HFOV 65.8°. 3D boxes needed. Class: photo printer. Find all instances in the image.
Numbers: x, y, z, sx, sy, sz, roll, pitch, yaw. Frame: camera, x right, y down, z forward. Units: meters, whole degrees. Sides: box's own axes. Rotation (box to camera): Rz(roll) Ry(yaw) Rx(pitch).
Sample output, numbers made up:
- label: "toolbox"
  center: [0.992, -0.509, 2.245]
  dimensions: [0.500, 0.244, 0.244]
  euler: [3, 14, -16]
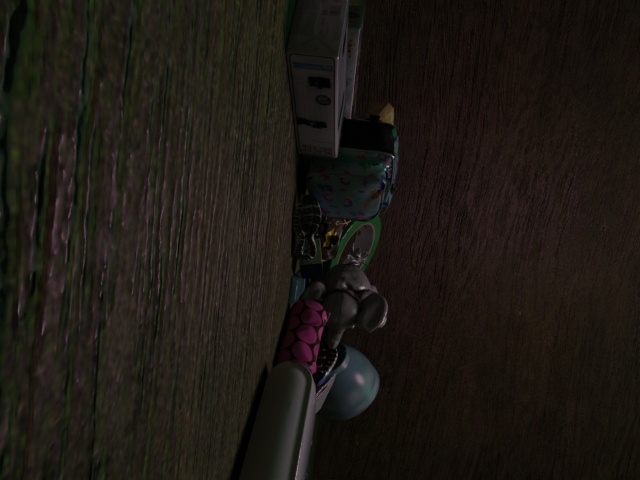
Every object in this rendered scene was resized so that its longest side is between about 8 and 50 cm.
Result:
- label: "photo printer"
  center: [-0.076, 0.407, 0.942]
  dimensions: [0.307, 0.107, 0.255]
  euler: [-77, 173, -55]

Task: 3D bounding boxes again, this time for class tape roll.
- label: "tape roll"
  center: [0.098, 0.030, 1.779]
  dimensions: [0.321, 0.077, 0.321]
  euler: [-41, 147, -34]

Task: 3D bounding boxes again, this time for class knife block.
- label: "knife block"
  center: [0.086, -0.245, 1.397]
  dimensions: [0.088, 0.242, 0.275]
  euler: [25, -60, 57]

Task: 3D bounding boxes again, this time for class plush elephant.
- label: "plush elephant"
  center: [0.068, 0.207, 1.522]
  dimensions: [0.255, 0.272, 0.329]
  euler: [-63, 164, -48]

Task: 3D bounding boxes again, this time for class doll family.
- label: "doll family"
  center: [0.000, 0.000, 1.379]
  dimensions: [0.193, 0.076, 0.111]
  euler: [-38, 140, -42]

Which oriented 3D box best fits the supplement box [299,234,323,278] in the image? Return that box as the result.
- label: "supplement box"
  center: [-0.025, 0.042, 1.233]
  dimensions: [0.083, 0.056, 0.083]
  euler: [86, -1, -67]

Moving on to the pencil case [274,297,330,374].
- label: "pencil case"
  center: [-0.040, 0.232, 1.163]
  dimensions: [0.209, 0.098, 0.095]
  euler: [-74, -173, -50]

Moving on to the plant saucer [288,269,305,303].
- label: "plant saucer"
  center: [-0.058, 0.117, 1.288]
  dimensions: [0.192, 0.018, 0.067]
  euler: [-38, 135, -85]

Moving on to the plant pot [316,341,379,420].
- label: "plant pot"
  center: [0.059, 0.516, 1.918]
  dimensions: [0.293, 0.293, 0.196]
  euler: [-76, 146, -55]

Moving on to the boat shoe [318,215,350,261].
- label: "boat shoe"
  center: [0.043, -0.095, 1.507]
  dimensions: [0.117, 0.097, 0.324]
  euler: [15, 80, -59]

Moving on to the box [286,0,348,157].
- label: "box"
  center: [0.001, -0.309, 0.951]
  dimensions: [0.290, 0.087, 0.169]
  euler: [85, 13, -66]

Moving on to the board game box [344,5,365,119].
- label: "board game box"
  center: [0.053, -0.445, 1.327]
  dimensions: [0.224, 0.098, 0.303]
  euler: [-79, 173, -52]

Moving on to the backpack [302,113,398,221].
- label: "backpack"
  center: [0.071, -0.154, 1.176]
  dimensions: [0.253, 0.225, 0.190]
  euler: [83, 16, -63]

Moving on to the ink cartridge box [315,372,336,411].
- label: "ink cartridge box"
  center: [-0.030, 0.471, 1.443]
  dimensions: [0.145, 0.045, 0.179]
  euler: [-33, 148, -49]

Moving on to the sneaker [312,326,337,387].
- label: "sneaker"
  center: [-0.008, 0.399, 1.631]
  dimensions: [0.330, 0.130, 0.147]
  euler: [-67, 161, -74]

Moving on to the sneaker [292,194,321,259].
- label: "sneaker"
  center: [-0.039, -0.036, 1.143]
  dimensions: [0.073, 0.064, 0.162]
  euler: [-107, -158, -55]
